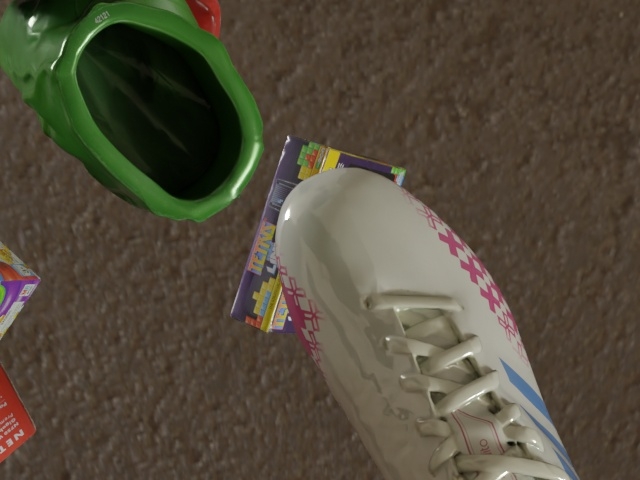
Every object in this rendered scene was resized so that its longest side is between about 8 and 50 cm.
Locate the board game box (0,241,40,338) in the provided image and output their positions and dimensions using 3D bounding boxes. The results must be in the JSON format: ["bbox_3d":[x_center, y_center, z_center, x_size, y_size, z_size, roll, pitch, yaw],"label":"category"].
[{"bbox_3d":[-0.463,0.058,1.360,0.142,0.275,0.144,40,103,15],"label":"board game box"}]

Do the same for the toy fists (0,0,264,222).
[{"bbox_3d":[-0.132,-0.126,0.574,0.096,0.279,0.142,-45,23,-11],"label":"toy fists"}]

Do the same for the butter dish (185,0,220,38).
[{"bbox_3d":[-0.167,-0.239,1.376,0.160,0.160,0.118,28,44,14],"label":"butter dish"}]

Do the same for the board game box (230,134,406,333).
[{"bbox_3d":[0.000,0.000,1.123,0.048,0.141,0.170,22,96,34],"label":"board game box"}]

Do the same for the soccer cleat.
[{"bbox_3d":[0.082,0.104,0.672,0.116,0.143,0.331,-28,89,-5],"label":"soccer cleat"}]

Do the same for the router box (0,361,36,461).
[{"bbox_3d":[-0.351,-0.023,0.775,0.335,0.301,0.082,31,60,32],"label":"router box"}]
